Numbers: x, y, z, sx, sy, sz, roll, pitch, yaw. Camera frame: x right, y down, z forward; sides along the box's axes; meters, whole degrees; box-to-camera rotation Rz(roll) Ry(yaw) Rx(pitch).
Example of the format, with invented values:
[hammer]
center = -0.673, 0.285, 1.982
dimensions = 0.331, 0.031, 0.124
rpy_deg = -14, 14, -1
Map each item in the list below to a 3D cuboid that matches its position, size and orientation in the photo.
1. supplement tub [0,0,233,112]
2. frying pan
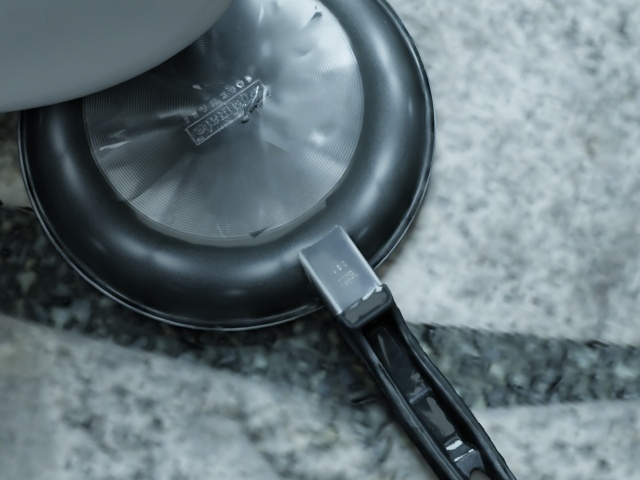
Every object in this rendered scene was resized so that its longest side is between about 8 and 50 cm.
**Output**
[supplement tub]
center = -0.160, -0.237, 0.845
dimensions = 0.228, 0.228, 0.316
rpy_deg = -11, 69, -4
[frying pan]
center = -0.029, 0.004, 0.906
dimensions = 0.197, 0.053, 0.326
rpy_deg = -12, 76, -4
